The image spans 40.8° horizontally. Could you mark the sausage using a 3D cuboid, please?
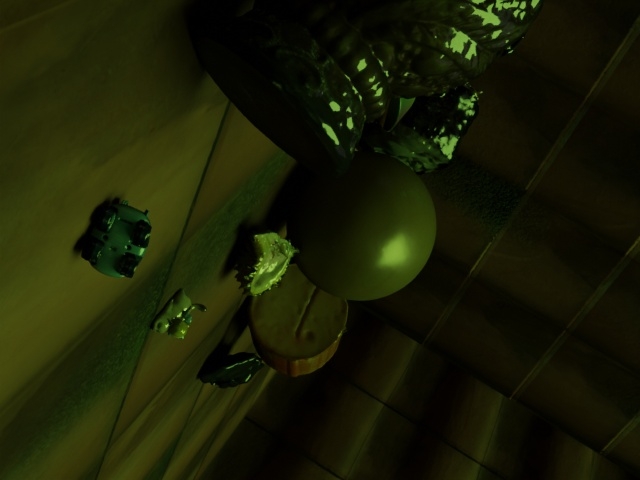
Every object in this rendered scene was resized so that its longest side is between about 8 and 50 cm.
[{"bbox_3d":[-0.057,0.192,2.048,0.233,0.233,0.287,-57,173,-16],"label":"sausage"}]

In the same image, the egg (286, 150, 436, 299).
[{"bbox_3d":[0.082,-0.028,1.731,0.301,0.301,0.374,-61,-179,18],"label":"egg"}]

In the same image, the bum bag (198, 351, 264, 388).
[{"bbox_3d":[-0.204,0.307,2.033,0.137,0.074,0.310,-23,170,-4],"label":"bum bag"}]

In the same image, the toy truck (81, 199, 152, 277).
[{"bbox_3d":[-0.199,-0.003,0.871,0.090,0.056,0.073,-111,-135,-82],"label":"toy truck"}]

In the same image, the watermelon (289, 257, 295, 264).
[{"bbox_3d":[0.004,-0.006,2.042,0.232,0.127,0.204,-55,180,3],"label":"watermelon"}]

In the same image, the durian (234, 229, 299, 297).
[{"bbox_3d":[-0.112,0.020,1.540,0.140,0.078,0.224,-45,160,-13],"label":"durian"}]

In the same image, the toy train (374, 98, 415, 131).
[{"bbox_3d":[0.119,-0.303,1.416,0.296,0.160,0.100,-53,165,-40],"label":"toy train"}]

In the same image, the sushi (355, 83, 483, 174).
[{"bbox_3d":[0.181,-0.260,1.792,0.207,0.234,0.348,-61,-163,-7],"label":"sushi"}]

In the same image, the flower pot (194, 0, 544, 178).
[{"bbox_3d":[0.036,-0.217,0.837,0.267,0.266,0.266,-46,172,-8],"label":"flower pot"}]

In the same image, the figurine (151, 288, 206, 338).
[{"bbox_3d":[-0.213,0.115,1.301,0.083,0.050,0.047,-54,166,-39],"label":"figurine"}]
